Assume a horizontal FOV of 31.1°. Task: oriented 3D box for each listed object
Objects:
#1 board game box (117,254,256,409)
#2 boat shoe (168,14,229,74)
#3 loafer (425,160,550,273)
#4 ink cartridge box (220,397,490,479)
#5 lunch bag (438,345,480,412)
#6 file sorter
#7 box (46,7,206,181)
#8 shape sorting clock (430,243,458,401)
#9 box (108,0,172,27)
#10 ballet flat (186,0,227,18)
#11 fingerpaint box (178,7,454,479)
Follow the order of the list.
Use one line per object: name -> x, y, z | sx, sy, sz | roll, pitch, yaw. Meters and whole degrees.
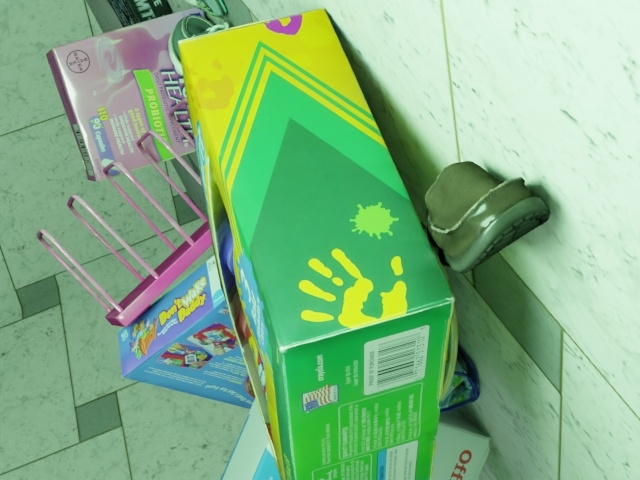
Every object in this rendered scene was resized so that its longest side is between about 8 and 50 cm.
board game box -> -0.081, 0.149, 1.658 | 0.347, 0.233, 0.078 | 22, -137, -41
boat shoe -> -0.128, -0.252, 1.633 | 0.099, 0.116, 0.319 | -64, 34, 27
loafer -> 0.117, -0.024, 0.934 | 0.078, 0.080, 0.220 | 58, 172, 1
ink cartridge box -> 0.046, 0.312, 1.605 | 0.307, 0.223, 0.129 | 20, -173, -19
lunch bag -> 0.130, 0.150, 1.460 | 0.151, 0.096, 0.129 | 19, -151, -54
file sorter -> -0.245, -0.041, 1.653 | 0.182, 0.291, 0.202 | 48, 167, -8
box -> -0.277, -0.229, 1.809 | 0.117, 0.243, 0.213 | -167, 59, -71
shape sorting clock -> 0.101, 0.091, 1.318 | 0.206, 0.040, 0.206 | 175, 90, -72
box -> -0.351, -0.452, 2.200 | 0.293, 0.073, 0.295 | 49, 168, 52
ballet flat -> -0.196, -0.377, 1.576 | 0.188, 0.070, 0.070 | 62, 171, -25
fingerpaint box -> -0.012, 0.055, 1.204 | 0.445, 0.163, 0.371 | 88, 165, -55
